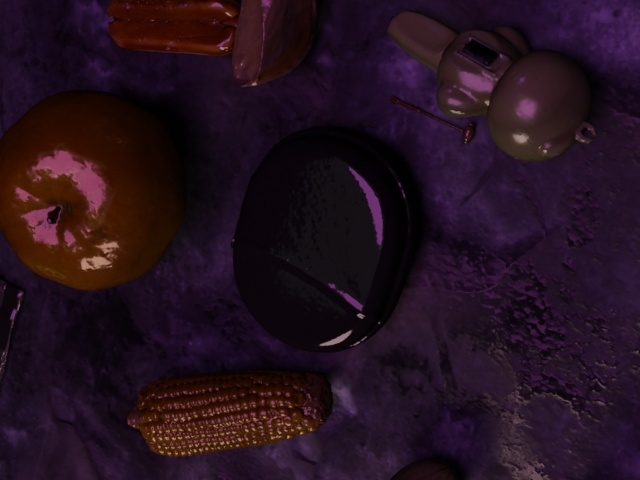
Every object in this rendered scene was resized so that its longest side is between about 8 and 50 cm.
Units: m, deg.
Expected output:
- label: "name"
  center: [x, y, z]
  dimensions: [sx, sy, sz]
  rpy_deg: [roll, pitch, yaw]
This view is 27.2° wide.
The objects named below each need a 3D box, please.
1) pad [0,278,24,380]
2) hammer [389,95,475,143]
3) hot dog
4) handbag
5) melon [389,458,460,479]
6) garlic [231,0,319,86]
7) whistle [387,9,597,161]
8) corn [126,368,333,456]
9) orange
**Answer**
- label: "pad"
  center: [-0.568, 0.146, 2.128]
  dimensions: [0.174, 0.022, 0.233]
  rpy_deg: [28, 113, 20]
- label: "hammer"
  center: [0.141, -0.157, 1.676]
  dimensions: [0.123, 0.014, 0.029]
  rpy_deg: [27, 104, 22]
- label: "hot dog"
  center: [-0.190, -0.297, 1.793]
  dimensions: [0.235, 0.062, 0.092]
  rpy_deg: [11, 107, 29]
- label: "handbag"
  center: [-0.001, 0.000, 1.744]
  dimensions: [0.253, 0.093, 0.308]
  rpy_deg: [26, 113, 20]
- label: "melon"
  center: [0.133, 0.346, 1.753]
  dimensions: [0.098, 0.098, 0.131]
  rpy_deg: [49, 116, 10]
- label: "garlic"
  center: [-0.052, -0.292, 1.695]
  dimensions: [0.087, 0.101, 0.196]
  rpy_deg: [23, 109, 38]
- label: "whistle"
  center: [0.209, -0.185, 1.587]
  dimensions: [0.294, 0.141, 0.141]
  rpy_deg: [32, 117, 39]
- label: "corn"
  center: [-0.133, 0.238, 1.862]
  dimensions: [0.322, 0.119, 0.119]
  rpy_deg: [-13, 96, 26]
- label: "orange"
  center: [-0.314, -0.072, 1.821]
  dimensions: [0.279, 0.235, 0.279]
  rpy_deg: [5, 111, 14]
